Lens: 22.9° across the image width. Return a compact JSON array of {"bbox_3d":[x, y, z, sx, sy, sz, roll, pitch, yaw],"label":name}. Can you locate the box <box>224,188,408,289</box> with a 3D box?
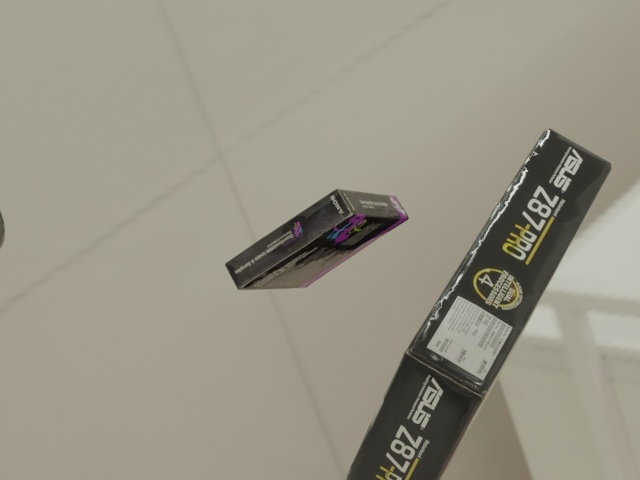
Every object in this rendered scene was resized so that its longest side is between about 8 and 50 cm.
[{"bbox_3d":[0.000,0.000,1.318,0.116,0.029,0.162,-34,-10,15],"label":"box"}]

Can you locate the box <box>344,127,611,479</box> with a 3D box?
[{"bbox_3d":[0.154,0.109,1.671,0.097,0.318,0.395,30,45,6],"label":"box"}]

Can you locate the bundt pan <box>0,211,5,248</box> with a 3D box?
[{"bbox_3d":[-0.315,-0.045,0.720,0.330,0.331,0.124,1,45,41],"label":"bundt pan"}]
